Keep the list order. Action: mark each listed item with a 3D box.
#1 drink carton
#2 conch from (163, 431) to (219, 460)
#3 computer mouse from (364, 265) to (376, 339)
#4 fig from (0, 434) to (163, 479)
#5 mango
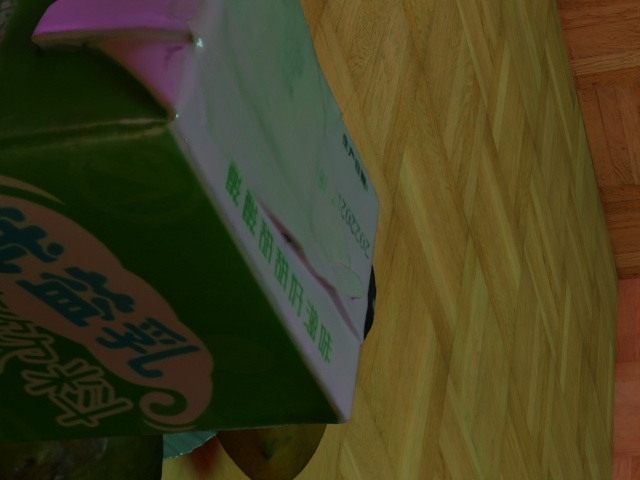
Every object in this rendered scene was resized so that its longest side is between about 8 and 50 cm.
[{"bbox_3d":[-0.130,-0.015,0.513,0.161,0.271,0.108,63,28,-47],"label":"drink carton"},{"bbox_3d":[-0.079,0.048,0.914,0.102,0.153,0.135,45,1,43],"label":"conch"},{"bbox_3d":[0.000,0.000,1.246,0.106,0.062,0.192,25,55,-68],"label":"computer mouse"},{"bbox_3d":[-0.158,0.073,0.712,0.126,0.185,0.133,-46,146,-16],"label":"fig"},{"bbox_3d":[-0.041,0.052,1.031,0.147,0.109,0.227,117,-30,-80],"label":"mango"}]
